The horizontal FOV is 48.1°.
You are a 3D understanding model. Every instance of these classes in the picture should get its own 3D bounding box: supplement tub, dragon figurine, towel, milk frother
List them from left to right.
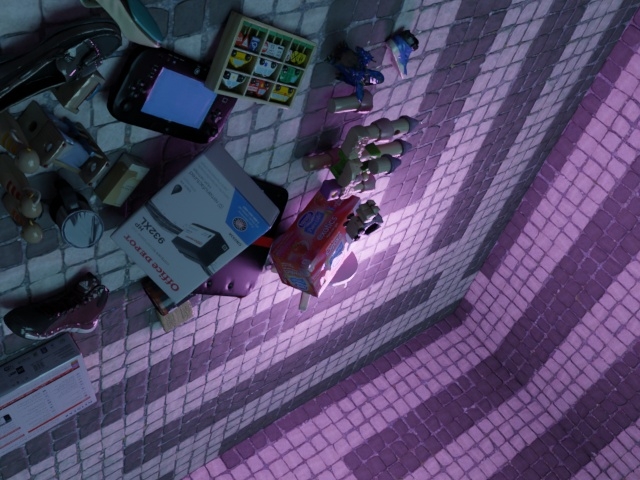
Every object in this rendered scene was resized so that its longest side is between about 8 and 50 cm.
[{"bbox_3d":[-0.539,-0.041,1.467,0.143,0.134,0.129,-39,124,-12],"label":"milk frother"},{"bbox_3d":[-0.436,0.217,2.153,0.110,0.027,0.148,-32,155,-17],"label":"towel"},{"bbox_3d":[-0.380,0.114,1.977,0.198,0.106,0.106,-34,154,-16],"label":"supplement tub"},{"bbox_3d":[0.101,-0.405,1.788,0.085,0.144,0.289,-43,155,3],"label":"dragon figurine"}]

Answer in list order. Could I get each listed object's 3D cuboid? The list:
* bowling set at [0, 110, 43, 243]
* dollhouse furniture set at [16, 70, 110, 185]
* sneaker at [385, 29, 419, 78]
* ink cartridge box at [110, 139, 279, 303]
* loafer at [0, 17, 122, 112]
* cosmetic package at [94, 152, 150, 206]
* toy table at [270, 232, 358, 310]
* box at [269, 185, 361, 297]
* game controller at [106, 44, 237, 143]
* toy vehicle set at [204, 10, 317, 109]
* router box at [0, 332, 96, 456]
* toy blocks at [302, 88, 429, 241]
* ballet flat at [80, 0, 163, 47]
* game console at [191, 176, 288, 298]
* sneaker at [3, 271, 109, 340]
[{"bbox_3d":[-0.610,-0.076,1.289,0.199,0.154,0.287,-27,151,-29],"label":"bowling set"},{"bbox_3d":[-0.440,-0.220,1.329,0.184,0.129,0.129,-46,155,9],"label":"dollhouse furniture set"},{"bbox_3d":[0.231,-0.502,1.921,0.084,0.058,0.152,-33,148,2],"label":"sneaker"},{"bbox_3d":[-0.285,-0.039,1.634,0.307,0.223,0.129,-38,-167,19],"label":"ink cartridge box"},{"bbox_3d":[-0.452,-0.284,1.205,0.267,0.084,0.096,-24,156,-5],"label":"loafer"},{"bbox_3d":[-0.437,-0.132,1.578,0.115,0.041,0.060,-49,154,14],"label":"cosmetic package"},{"bbox_3d":[-0.030,0.082,2.304,0.161,0.274,0.252,113,0,-60],"label":"toy table"},{"bbox_3d":[0.000,0.000,2.153,0.300,0.142,0.154,-54,147,-28],"label":"box"},{"bbox_3d":[-0.296,-0.298,1.487,0.166,0.067,0.319,-50,154,18],"label":"game controller"},{"bbox_3d":[-0.125,-0.388,1.573,0.267,0.035,0.166,-2,120,-55],"label":"toy vehicle set"},{"bbox_3d":[-0.789,0.426,1.918,0.335,0.082,0.301,-28,152,-26],"label":"router box"},{"bbox_3d":[0.156,-0.215,1.959,0.260,0.309,0.289,-15,148,-34],"label":"toy blocks"},{"bbox_3d":[-0.359,-0.407,1.228,0.086,0.086,0.248,-40,153,-3],"label":"ballet flat"},{"bbox_3d":[-0.249,-0.012,1.922,0.386,0.060,0.342,13,97,-61],"label":"game console"},{"bbox_3d":[-0.614,0.142,1.716,0.162,0.106,0.281,-54,163,12],"label":"sneaker"}]
